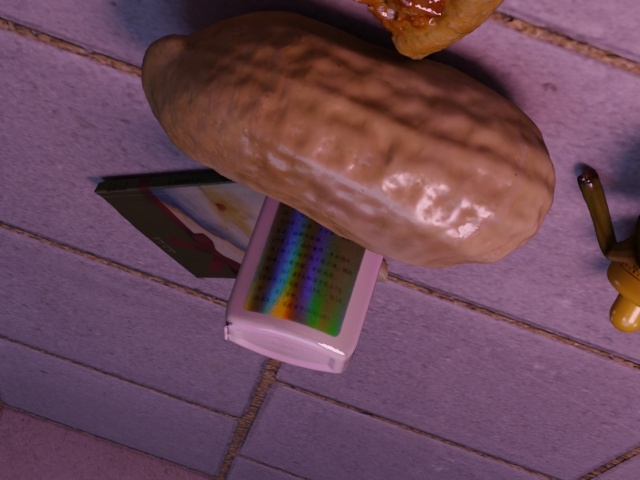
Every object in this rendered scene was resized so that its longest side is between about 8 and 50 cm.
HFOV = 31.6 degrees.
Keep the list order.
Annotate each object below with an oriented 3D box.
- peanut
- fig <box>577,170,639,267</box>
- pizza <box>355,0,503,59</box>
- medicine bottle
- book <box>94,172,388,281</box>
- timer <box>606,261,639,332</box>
[{"bbox_3d":[0.020,-0.087,0.890,0.340,0.158,0.174,24,-162,-5],"label":"peanut"},{"bbox_3d":[0.299,0.003,0.890,0.186,0.142,0.148,-22,107,37],"label":"fig"},{"bbox_3d":[0.039,-0.212,0.733,0.197,0.058,0.292,17,155,5],"label":"pizza"},{"bbox_3d":[0.000,0.000,0.995,0.115,0.219,0.078,16,155,4],"label":"medicine bottle"},{"bbox_3d":[-0.089,-0.014,1.255,0.289,0.026,0.201,-1,147,37],"label":"book"},{"bbox_3d":[0.305,0.048,1.015,0.107,0.109,0.107,25,-163,-8],"label":"timer"}]
